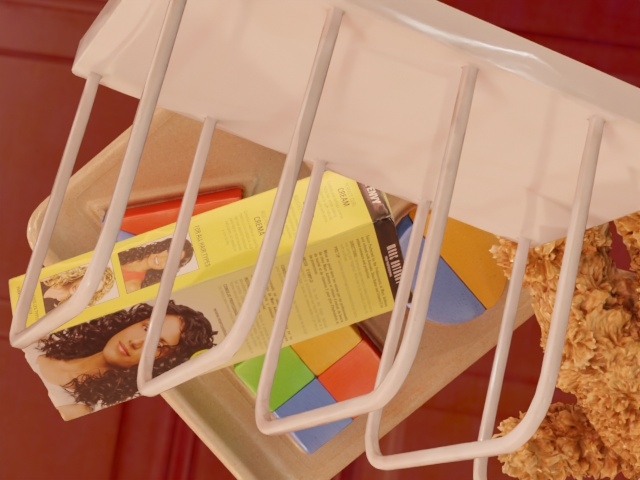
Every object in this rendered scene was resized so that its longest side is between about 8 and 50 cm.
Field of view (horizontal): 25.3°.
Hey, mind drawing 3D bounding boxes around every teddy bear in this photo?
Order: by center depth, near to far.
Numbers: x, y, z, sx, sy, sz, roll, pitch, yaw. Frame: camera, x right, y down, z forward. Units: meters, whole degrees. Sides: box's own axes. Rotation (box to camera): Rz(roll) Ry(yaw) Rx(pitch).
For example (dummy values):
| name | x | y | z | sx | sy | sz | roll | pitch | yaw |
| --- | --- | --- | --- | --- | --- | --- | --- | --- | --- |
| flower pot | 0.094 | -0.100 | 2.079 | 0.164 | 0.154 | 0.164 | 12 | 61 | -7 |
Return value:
| name | x | y | z | sx | sy | sz | roll | pitch | yaw |
| --- | --- | --- | --- | --- | --- | --- | --- | --- | --- |
| teddy bear | 0.240 | 0.105 | 0.998 | 0.113 | 0.245 | 0.338 | -75 | -19 | -68 |

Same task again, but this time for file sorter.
| name | x | y | z | sx | sy | sz | roll | pitch | yaw |
| --- | --- | --- | --- | --- | --- | --- | --- | --- | --- |
| file sorter | 0.016 | 0.003 | 0.660 | 0.193 | 0.277 | 0.173 | -27 | 45 | 65 |

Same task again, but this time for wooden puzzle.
| name | x | y | z | sx | sy | sz | roll | pitch | yaw |
| --- | --- | --- | --- | --- | --- | --- | --- | --- | --- |
| wooden puzzle | 0.000 | 0.000 | 1.108 | 0.348 | 0.322 | 0.080 | -40 | 10 | 0 |

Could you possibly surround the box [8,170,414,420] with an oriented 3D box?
| name | x | y | z | sx | sy | sz | roll | pitch | yaw |
| --- | --- | --- | --- | --- | --- | --- | --- | --- | --- |
| box | -0.064 | 0.031 | 0.869 | 0.087 | 0.232 | 0.058 | 71 | 179 | -48 |
